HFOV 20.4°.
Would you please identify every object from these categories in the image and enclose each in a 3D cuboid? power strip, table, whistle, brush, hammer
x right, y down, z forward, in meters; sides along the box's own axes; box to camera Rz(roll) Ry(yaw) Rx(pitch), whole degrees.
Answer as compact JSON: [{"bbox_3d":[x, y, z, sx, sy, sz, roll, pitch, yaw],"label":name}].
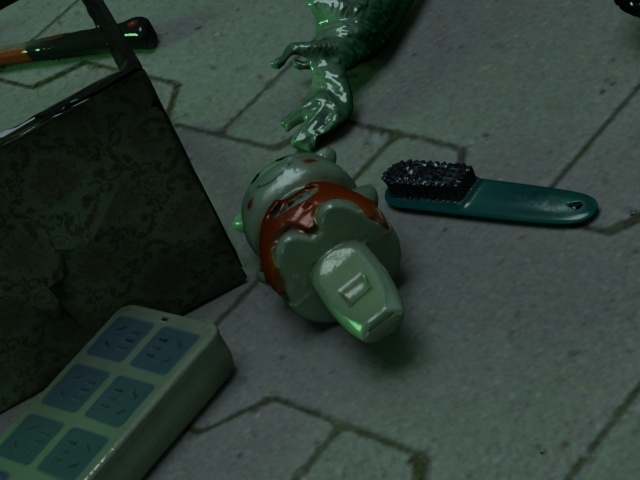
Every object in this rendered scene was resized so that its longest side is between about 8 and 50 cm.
[{"bbox_3d":[-0.178,0.151,1.325,0.118,0.046,0.270,13,51,41],"label":"power strip"},{"bbox_3d":[-0.283,-0.036,1.473,0.335,0.222,0.272,-28,35,-4],"label":"table"},{"bbox_3d":[0.000,0.002,1.362,0.101,0.106,0.253,-63,32,20],"label":"whistle"},{"bbox_3d":[0.127,-0.040,1.390,0.193,0.032,0.043,7,47,39],"label":"brush"},{"bbox_3d":[-0.297,-0.197,1.843,0.288,0.033,0.111,-6,39,25],"label":"hammer"}]

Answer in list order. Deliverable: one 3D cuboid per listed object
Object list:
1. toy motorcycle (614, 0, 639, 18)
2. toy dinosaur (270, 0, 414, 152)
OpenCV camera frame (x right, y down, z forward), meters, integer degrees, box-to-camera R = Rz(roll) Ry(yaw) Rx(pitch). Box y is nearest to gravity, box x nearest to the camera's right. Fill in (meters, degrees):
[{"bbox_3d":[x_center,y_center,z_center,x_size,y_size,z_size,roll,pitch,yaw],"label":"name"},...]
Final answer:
[{"bbox_3d":[0.364,-0.283,1.492,0.173,0.108,0.307,12,52,33],"label":"toy motorcycle"},{"bbox_3d":[0.026,-0.237,1.648,0.129,0.076,0.383,23,58,7],"label":"toy dinosaur"}]
